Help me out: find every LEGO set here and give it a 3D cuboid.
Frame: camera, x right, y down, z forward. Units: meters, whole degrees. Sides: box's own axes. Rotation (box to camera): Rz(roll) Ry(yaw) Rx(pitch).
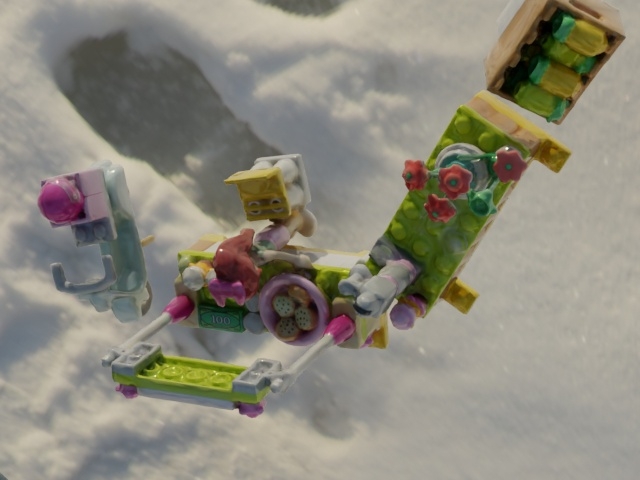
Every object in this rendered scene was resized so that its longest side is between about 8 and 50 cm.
[{"bbox_3d":[0.000,0.000,0.664,0.287,0.107,0.132,-18,100,32],"label":"LEGO set"}]

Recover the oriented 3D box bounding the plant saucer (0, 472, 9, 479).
[{"bbox_3d":[-0.321,0.192,0.889,0.317,0.317,0.043,-31,60,2],"label":"plant saucer"}]
